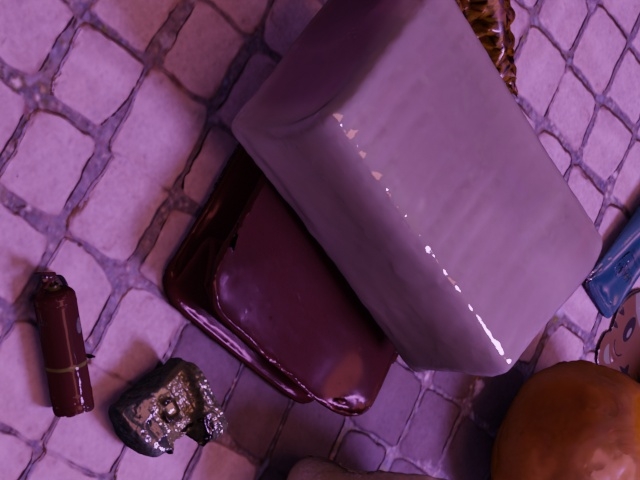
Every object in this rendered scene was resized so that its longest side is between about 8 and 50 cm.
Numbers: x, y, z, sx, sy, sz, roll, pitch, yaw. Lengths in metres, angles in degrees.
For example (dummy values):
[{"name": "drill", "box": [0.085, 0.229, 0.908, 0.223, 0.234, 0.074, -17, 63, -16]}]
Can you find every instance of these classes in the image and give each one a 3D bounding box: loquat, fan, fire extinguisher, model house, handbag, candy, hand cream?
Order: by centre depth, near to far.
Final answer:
[{"name": "fire extinguisher", "box": [-0.217, 0.082, 1.198, 0.056, 0.039, 0.132, -50, 135, -68]}, {"name": "model house", "box": [-0.138, 0.159, 1.268, 0.083, 0.066, 0.079, -38, 120, -31]}, {"name": "candy", "box": [0.101, -0.053, 1.298, 0.208, 0.145, 0.359, -52, 122, -26]}, {"name": "handbag", "box": [0.001, 0.000, 1.366, 0.260, 0.084, 0.275, 44, 67, -36]}, {"name": "loquat", "box": [0.296, 0.254, 1.614, 0.238, 0.193, 0.238, 26, 60, -57]}, {"name": "hand cream", "box": [0.402, -0.009, 1.771, 0.224, 0.048, 0.083, -53, 131, -17]}, {"name": "fan", "box": [0.429, 0.098, 1.834, 0.152, 0.008, 0.227, 44, 69, -39]}]

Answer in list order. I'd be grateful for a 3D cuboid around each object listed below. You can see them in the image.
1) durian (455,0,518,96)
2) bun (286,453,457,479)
[{"name": "durian", "box": [0.136, -0.270, 1.418, 0.191, 0.112, 0.341, -16, 111, -43]}, {"name": "bun", "box": [0.066, 0.294, 1.378, 0.229, 0.229, 0.145, 32, 63, -42]}]
